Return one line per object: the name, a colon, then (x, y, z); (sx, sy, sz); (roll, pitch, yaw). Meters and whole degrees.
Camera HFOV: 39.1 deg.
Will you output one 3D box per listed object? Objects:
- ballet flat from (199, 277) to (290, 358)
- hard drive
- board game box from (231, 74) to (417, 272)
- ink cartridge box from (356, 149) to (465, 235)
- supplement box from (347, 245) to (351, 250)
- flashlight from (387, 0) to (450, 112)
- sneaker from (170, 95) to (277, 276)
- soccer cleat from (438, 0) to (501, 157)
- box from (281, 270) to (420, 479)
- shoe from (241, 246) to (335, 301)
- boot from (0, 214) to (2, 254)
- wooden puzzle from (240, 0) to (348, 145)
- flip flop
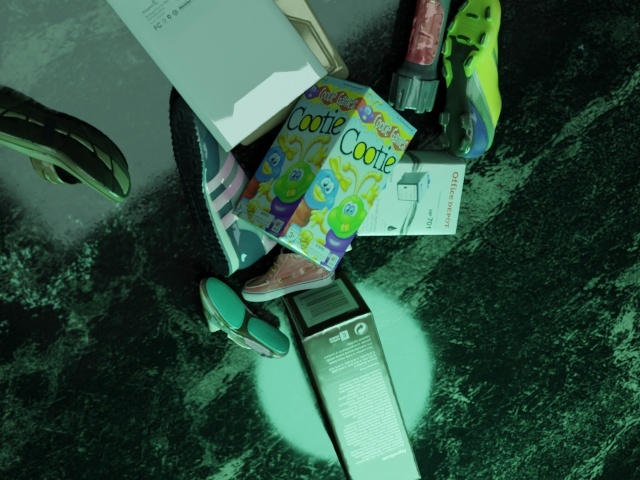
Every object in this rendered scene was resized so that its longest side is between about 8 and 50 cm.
ballet flat: (-0.153, 0.153, 1.642); (0.079, 0.077, 0.221); (-29, 123, 38)
hard drive: (-0.161, -0.320, 1.391); (0.203, 0.040, 0.307); (-38, 100, 0)
board game box: (0.007, -0.113, 1.479); (0.144, 0.142, 0.275); (33, 86, -42)
ink cartridge box: (0.151, -0.086, 1.617); (0.190, 0.082, 0.140); (-1, 112, -14)
supplement box: (0.000, 0.000, 1.635); (0.098, 0.036, 0.062); (-19, 116, -5)
flashlight: (0.173, -0.366, 1.494); (0.103, 0.103, 0.304); (6, 110, -15)
sneaker: (-0.159, -0.105, 1.527); (0.131, 0.112, 0.319); (-25, 118, -27)
soccer cleat: (0.273, -0.288, 1.578); (0.121, 0.093, 0.289); (-12, 113, -44)
box: (0.057, 0.271, 1.680); (0.143, 0.191, 0.381); (-22, 115, -5)
shoe: (-0.067, 0.050, 1.604); (0.178, 0.063, 0.081); (-13, 115, 17)
boot: (-0.589, -0.040, 1.447); (0.137, 0.077, 0.198); (-2, 99, -9)
wooden puzzle: (-0.097, -0.305, 1.484); (0.221, 0.044, 0.239); (-34, 121, 0)
flip flop: (-0.429, -0.138, 1.433); (0.277, 0.112, 0.080); (24, 130, -25)
